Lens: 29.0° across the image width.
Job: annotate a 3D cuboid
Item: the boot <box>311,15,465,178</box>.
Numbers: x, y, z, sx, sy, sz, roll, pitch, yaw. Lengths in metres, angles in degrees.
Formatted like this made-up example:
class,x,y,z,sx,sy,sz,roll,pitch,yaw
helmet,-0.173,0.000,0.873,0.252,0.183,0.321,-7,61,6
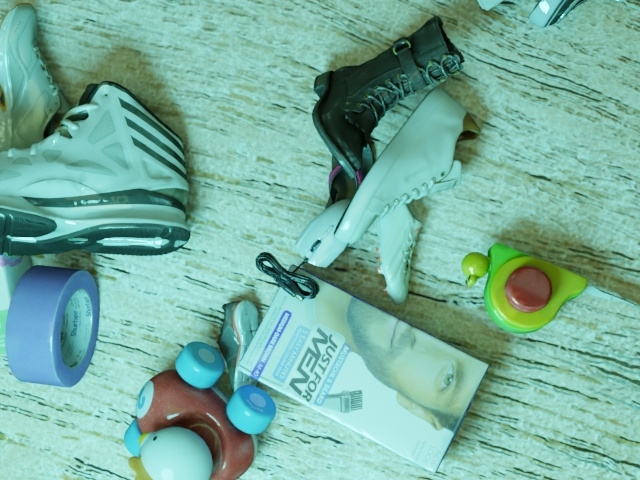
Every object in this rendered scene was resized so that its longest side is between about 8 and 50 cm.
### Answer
class,x,y,z,sx,sy,sz,roll,pitch,yaw
boot,0.106,-0.224,1.835,0.229,0.263,0.091,-24,130,16

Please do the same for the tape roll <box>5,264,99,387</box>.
class,x,y,z,sx,sy,sz,roll,pitch,yaw
tape roll,-0.423,0.136,1.966,0.080,0.189,0.189,5,93,12

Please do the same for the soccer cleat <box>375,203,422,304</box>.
class,x,y,z,sx,sy,sz,roll,pitch,yaw
soccer cleat,0.123,0.000,1.911,0.076,0.068,0.196,-8,87,9

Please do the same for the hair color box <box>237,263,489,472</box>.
class,x,y,z,sx,sy,sz,roll,pitch,yaw
hair color box,0.066,0.196,1.890,0.339,0.110,0.185,26,84,8

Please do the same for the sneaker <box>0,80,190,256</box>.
class,x,y,z,sx,sy,sz,roll,pitch,yaw
sneaker,-0.427,-0.119,1.939,0.447,0.169,0.257,4,68,-14

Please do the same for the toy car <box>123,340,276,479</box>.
class,x,y,z,sx,sy,sz,roll,pitch,yaw
toy car,-0.224,0.312,1.878,0.210,0.238,0.219,40,117,8

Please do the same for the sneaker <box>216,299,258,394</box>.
class,x,y,z,sx,sy,sz,roll,pitch,yaw
sneaker,-0.134,0.172,1.983,0.065,0.061,0.158,4,93,39

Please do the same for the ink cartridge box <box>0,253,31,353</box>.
class,x,y,z,sx,sy,sz,roll,pitch,yaw
ink cartridge box,-0.596,0.019,2.034,0.207,0.119,0.353,-11,90,11

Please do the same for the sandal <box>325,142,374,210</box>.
class,x,y,z,sx,sy,sz,roll,pitch,yaw
sandal,0.040,-0.084,1.936,0.067,0.040,0.179,12,94,11

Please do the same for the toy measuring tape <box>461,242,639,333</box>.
class,x,y,z,sx,sy,sz,roll,pitch,yaw
toy measuring tape,0.359,0.106,1.843,0.330,0.121,0.121,23,96,2

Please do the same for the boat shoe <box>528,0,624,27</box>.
class,x,y,z,sx,sy,sz,roll,pitch,yaw
boat shoe,0.439,-0.408,1.809,0.306,0.113,0.105,-45,89,-6

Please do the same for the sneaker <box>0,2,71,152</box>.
class,x,y,z,sx,sy,sz,roll,pitch,yaw
sneaker,-0.462,-0.253,2.019,0.121,0.099,0.262,6,101,4

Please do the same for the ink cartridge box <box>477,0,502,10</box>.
class,x,y,z,sx,sy,sz,roll,pitch,yaw
ink cartridge box,0.300,-0.486,1.784,0.273,0.114,0.197,-33,42,11

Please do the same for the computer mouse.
class,x,y,z,sx,sy,sz,roll,pitch,yaw
computer mouse,0.000,0.000,1.875,0.106,0.042,0.193,38,69,15

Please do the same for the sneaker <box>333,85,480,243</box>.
class,x,y,z,sx,sy,sz,roll,pitch,yaw
sneaker,0.138,-0.092,1.847,0.123,0.106,0.290,38,75,1
